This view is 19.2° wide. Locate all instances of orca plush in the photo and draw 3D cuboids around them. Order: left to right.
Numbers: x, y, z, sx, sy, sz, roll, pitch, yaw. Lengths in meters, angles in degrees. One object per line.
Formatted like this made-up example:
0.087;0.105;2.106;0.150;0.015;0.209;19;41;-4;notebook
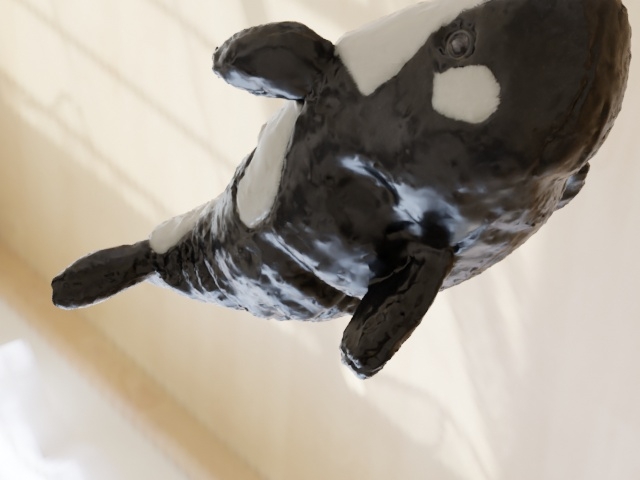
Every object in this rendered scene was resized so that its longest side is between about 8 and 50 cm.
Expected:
0.000;0.000;0.711;0.287;0.151;0.102;-16;53;36;orca plush
